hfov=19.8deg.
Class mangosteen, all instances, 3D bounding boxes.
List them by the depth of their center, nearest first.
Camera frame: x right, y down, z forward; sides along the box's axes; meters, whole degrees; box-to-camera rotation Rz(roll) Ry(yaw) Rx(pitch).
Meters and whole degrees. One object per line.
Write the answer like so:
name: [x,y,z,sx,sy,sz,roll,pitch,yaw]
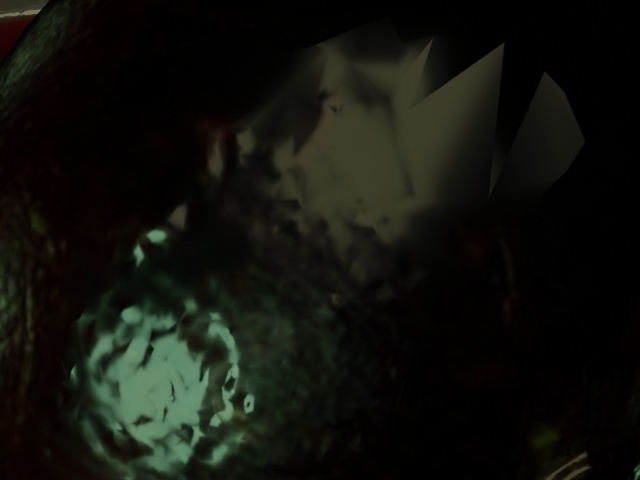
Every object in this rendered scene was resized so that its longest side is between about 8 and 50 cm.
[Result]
mangosteen: [0.009,0.005,0.609,0.297,0.297,0.293,-16,65,-14]

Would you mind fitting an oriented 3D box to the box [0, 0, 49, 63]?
box: [-0.121,-0.171,0.832,0.123,0.050,0.229,-9,62,-9]
